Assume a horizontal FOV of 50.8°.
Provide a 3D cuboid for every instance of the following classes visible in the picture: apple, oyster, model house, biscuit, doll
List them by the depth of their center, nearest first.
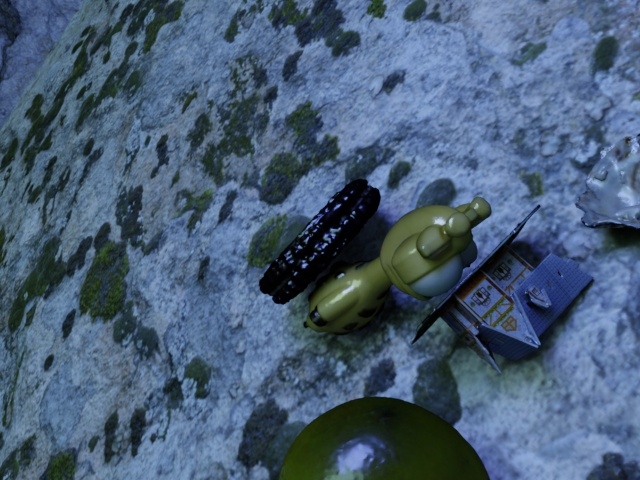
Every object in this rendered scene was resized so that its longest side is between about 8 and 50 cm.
[{"bbox_3d":[0.054,0.233,0.591,0.197,0.196,0.157,-60,21,-2],"label":"apple"},{"bbox_3d":[0.307,-0.038,0.601,0.108,0.053,0.165,-46,32,-13],"label":"oyster"},{"bbox_3d":[0.177,0.062,0.644,0.167,0.117,0.088,-43,75,-13],"label":"model house"},{"bbox_3d":[0.074,0.036,0.718,0.117,0.086,0.291,-36,-1,-40],"label":"doll"},{"bbox_3d":[0.000,0.000,0.815,0.194,0.053,0.194,-47,1,1],"label":"biscuit"}]
